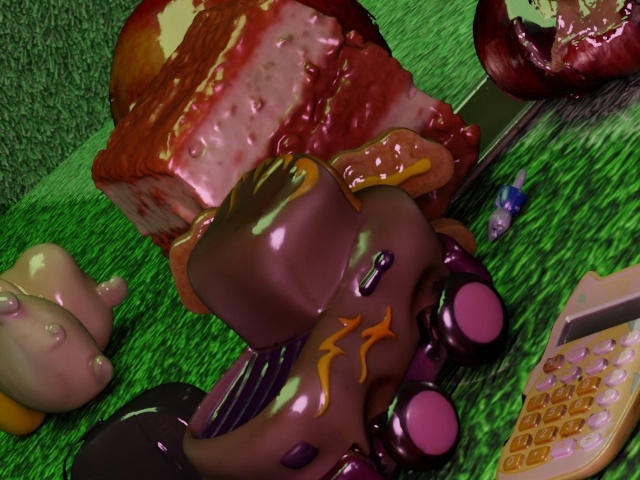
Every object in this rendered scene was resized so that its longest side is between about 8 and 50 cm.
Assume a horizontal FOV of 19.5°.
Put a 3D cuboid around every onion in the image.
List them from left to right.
[{"bbox_3d":[0.261,-0.269,1.897,0.272,0.195,0.272,-37,23,18],"label":"onion"}]

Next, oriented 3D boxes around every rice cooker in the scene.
[{"bbox_3d":[-0.176,0.231,1.929,0.203,0.142,0.118,-36,6,32],"label":"rice cooker"}]

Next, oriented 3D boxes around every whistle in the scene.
[{"bbox_3d":[0.186,-0.035,1.852,0.083,0.029,0.033,-62,5,-25],"label":"whistle"}]

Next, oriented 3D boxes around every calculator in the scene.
[{"bbox_3d":[0.212,0.106,1.432,0.157,0.033,0.236,-24,29,52],"label":"calculator"}]

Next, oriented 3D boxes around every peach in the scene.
[{"bbox_3d":[-0.075,-0.195,2.335,0.370,0.370,0.370,-42,16,15],"label":"peach"}]

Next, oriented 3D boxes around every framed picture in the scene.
[{"bbox_3d":[0.211,-0.160,2.112,0.296,0.019,0.232,-47,15,1],"label":"framed picture"}]

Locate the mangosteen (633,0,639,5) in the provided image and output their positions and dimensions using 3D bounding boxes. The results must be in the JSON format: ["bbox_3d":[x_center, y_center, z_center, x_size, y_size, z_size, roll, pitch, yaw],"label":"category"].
[{"bbox_3d":[0.360,-0.328,1.647,0.311,0.311,0.311,-42,16,15],"label":"mangosteen"}]

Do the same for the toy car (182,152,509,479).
[{"bbox_3d":[-0.012,0.089,1.646,0.271,0.240,0.341,-24,33,52],"label":"toy car"}]

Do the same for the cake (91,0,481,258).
[{"bbox_3d":[-0.041,-0.075,1.969,0.269,0.319,0.270,-57,16,-15],"label":"cake"}]

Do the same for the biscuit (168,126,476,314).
[{"bbox_3d":[0.000,0.001,1.806,0.295,0.186,0.044,-20,15,-4],"label":"biscuit"}]

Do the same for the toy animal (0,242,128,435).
[{"bbox_3d":[-0.406,0.102,2.655,0.247,0.277,0.345,-40,7,-32],"label":"toy animal"}]
